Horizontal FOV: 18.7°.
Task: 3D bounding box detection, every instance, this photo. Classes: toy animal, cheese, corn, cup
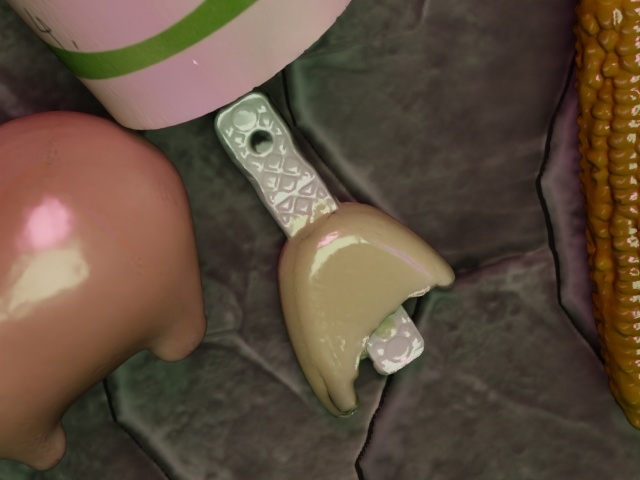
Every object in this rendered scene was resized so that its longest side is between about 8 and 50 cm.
[{"bbox_3d":[-0.233,0.035,1.177,0.326,0.237,0.269,-42,120,-6],"label":"toy animal"},{"bbox_3d":[0.000,0.000,1.307,0.127,0.050,0.235,-35,109,-1],"label":"cheese"},{"bbox_3d":[0.236,-0.024,1.331,0.120,0.120,0.363,-14,105,-11],"label":"corn"},{"bbox_3d":[-0.116,-0.223,1.123,0.253,0.253,0.274,-38,117,-3],"label":"cup"}]
